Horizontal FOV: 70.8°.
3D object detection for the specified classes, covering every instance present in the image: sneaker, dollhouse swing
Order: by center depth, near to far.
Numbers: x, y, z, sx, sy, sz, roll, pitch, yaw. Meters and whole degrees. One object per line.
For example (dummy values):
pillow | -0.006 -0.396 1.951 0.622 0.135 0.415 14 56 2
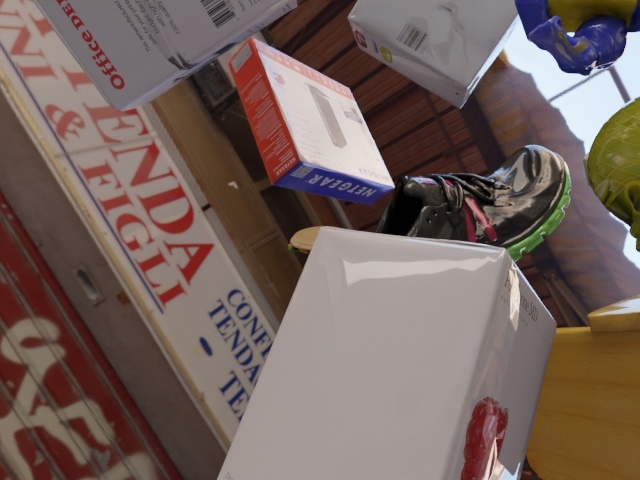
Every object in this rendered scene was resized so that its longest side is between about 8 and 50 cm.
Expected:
sneaker | 0.227 -0.043 0.757 0.202 0.483 0.185 59 -17 -10
dollhouse swing | 0.553 0.265 0.770 0.305 0.315 0.346 151 -75 -70

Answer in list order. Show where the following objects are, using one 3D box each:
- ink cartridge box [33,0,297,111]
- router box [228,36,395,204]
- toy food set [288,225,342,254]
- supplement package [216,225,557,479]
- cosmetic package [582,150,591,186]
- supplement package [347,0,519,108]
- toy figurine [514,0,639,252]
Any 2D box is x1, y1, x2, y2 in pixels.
ink cartridge box | -0.196 -0.324 0.573 0.273 0.114 0.198 -28 -71 11
router box | -0.008 -0.240 0.973 0.082 0.335 0.301 -34 -113 32
toy food set | 0.000 0.000 0.608 0.083 0.083 0.020 18 -60 45
supplement package | 0.058 0.160 0.377 0.175 0.177 0.292 8 -110 42
cosmetic package | 0.556 -0.077 0.736 0.085 0.117 0.231 -47 -127 12
supplement package | 0.222 -0.421 0.864 0.262 0.145 0.204 35 -81 11
toy figurine | 0.259 -0.195 0.409 0.217 0.191 0.362 27 -87 30
